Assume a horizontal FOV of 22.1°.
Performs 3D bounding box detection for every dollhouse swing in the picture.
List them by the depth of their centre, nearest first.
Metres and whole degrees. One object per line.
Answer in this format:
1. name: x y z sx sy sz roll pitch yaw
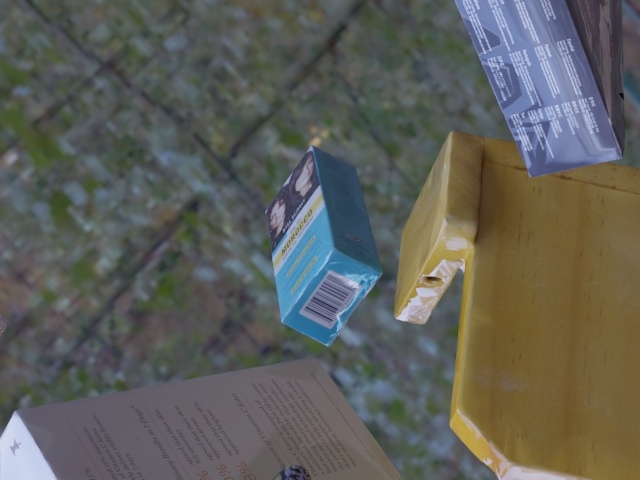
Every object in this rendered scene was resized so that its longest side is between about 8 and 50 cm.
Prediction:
1. dollhouse swing: 0.240 0.109 1.368 0.347 0.305 0.315 11 156 -4

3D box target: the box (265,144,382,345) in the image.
1. box: 0.000 0.000 1.705 0.060 0.100 0.244 28 -159 -19

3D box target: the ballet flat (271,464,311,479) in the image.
1. ballet flat: -0.036 0.222 1.223 0.041 0.114 0.041 24 171 4

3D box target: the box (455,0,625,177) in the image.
1. box: 0.139 -0.238 1.165 0.242 0.076 0.307 -80 -30 -45

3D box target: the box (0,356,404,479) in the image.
1. box: -0.109 0.255 1.457 0.345 0.168 0.215 -6 -131 -43

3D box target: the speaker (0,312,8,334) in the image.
1. speaker: -0.250 0.012 1.010 0.136 0.055 0.055 60 179 -16
